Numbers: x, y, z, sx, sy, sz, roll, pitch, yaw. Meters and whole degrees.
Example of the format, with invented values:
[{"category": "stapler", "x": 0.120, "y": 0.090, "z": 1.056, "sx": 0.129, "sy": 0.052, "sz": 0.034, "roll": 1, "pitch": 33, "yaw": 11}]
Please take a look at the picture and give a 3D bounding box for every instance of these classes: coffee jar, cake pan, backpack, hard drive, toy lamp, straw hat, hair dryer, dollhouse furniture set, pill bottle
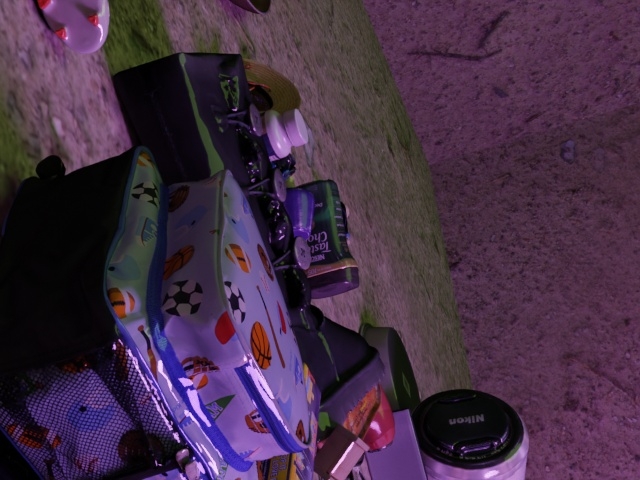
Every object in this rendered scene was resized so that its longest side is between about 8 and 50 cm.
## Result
[{"category": "coffee jar", "x": 0.000, "y": 0.000, "z": 1.396, "sx": 0.079, "sy": 0.096, "sz": 0.184, "roll": 9, "pitch": 65, "yaw": -72}, {"category": "cake pan", "x": 0.149, "y": 0.302, "z": 1.737, "sx": 0.293, "sy": 0.054, "sz": 0.293, "roll": -16, "pitch": 90, "yaw": -77}, {"category": "backpack", "x": -0.119, "y": 0.089, "z": 0.627, "sx": 0.276, "sy": 0.213, "sz": 0.263, "roll": -90, "pitch": 170, "yaw": -56}, {"category": "hard drive", "x": 0.124, "y": 0.363, "z": 1.479, "sx": 0.022, "sy": 0.094, "sz": 0.135, "roll": 2, "pitch": 73, "yaw": -73}, {"category": "toy lamp", "x": -0.056, "y": -0.124, "z": 1.350, "sx": 0.080, "sy": 0.080, "sz": 0.275, "roll": 50, "pitch": 28, "yaw": -59}, {"category": "straw hat", "x": -0.104, "y": -0.201, "z": 1.261, "sx": 0.144, "sy": 0.144, "sz": 0.061, "roll": -92, "pitch": -159, "yaw": -45}, {"category": "hair dryer", "x": 0.061, "y": 0.288, "z": 1.347, "sx": 0.223, "sy": 0.080, "sz": 0.293, "roll": 53, "pitch": 24, "yaw": -54}, {"category": "dollhouse furniture set", "x": -0.011, "y": 0.266, "z": 0.827, "sx": 0.101, "sy": 0.182, "sz": 0.161, "roll": 30, "pitch": -12, "yaw": 32}, {"category": "pill bottle", "x": -0.081, "y": -0.138, "z": 1.175, "sx": 0.067, "sy": 0.120, "sz": 0.067, "roll": -16, "pitch": 90, "yaw": -77}]

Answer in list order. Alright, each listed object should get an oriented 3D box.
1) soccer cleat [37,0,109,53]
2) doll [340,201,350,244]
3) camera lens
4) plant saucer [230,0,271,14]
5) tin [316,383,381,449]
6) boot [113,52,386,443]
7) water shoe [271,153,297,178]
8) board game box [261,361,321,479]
[{"category": "soccer cleat", "x": -0.243, "y": -0.272, "z": 0.809, "sx": 0.076, "sy": 0.068, "sz": 0.196, "roll": -62, "pitch": 131, "yaw": -75}, {"category": "doll", "x": 0.028, "y": -0.048, "z": 1.667, "sx": 0.189, "sy": 0.046, "sz": 0.129, "roll": -38, "pitch": 112, "yaw": -75}, {"category": "camera lens", "x": 0.264, "y": 0.430, "z": 1.587, "sx": 0.219, "sy": 0.219, "sz": 0.274, "roll": -83, "pitch": 171, "yaw": -58}, {"category": "plant saucer", "x": -0.163, "y": -0.522, "z": 1.440, "sx": 0.310, "sy": 0.050, "sz": 0.311, "roll": -16, "pitch": 90, "yaw": -77}, {"category": "tin", "x": 0.032, "y": 0.237, "z": 1.270, "sx": 0.106, "sy": 0.040, "sz": 0.190, "roll": 58, "pitch": 32, "yaw": -11}, {"category": "boot", "x": -0.073, "y": -0.001, "z": 1.065, "sx": 0.367, "sy": 0.146, "sz": 0.445, "roll": -25, "pitch": 92, "yaw": -82}, {"category": "water shoe", "x": -0.076, "y": -0.101, "z": 1.239, "sx": 0.073, "sy": 0.080, "sz": 0.203, "roll": 58, "pitch": 21, "yaw": -48}, {"category": "board game box", "x": -0.076, "y": 0.196, "z": 0.776, "sx": 0.170, "sy": 0.141, "sz": 0.048, "roll": -82, "pitch": 152, "yaw": -58}]
